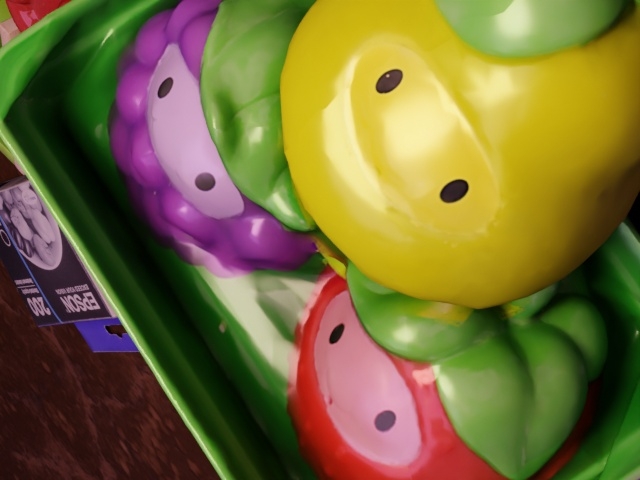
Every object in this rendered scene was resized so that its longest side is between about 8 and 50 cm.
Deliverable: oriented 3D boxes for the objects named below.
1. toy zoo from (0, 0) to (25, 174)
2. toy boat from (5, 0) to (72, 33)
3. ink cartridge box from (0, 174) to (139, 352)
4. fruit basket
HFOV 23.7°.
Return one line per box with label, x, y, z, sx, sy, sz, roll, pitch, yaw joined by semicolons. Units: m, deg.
toy zoo;-0.355;-0.215;1.411;0.293;0.030;0.192;43;150;24
toy boat;-0.179;-0.127;1.092;0.231;0.151;0.151;49;152;13
ink cartridge box;-0.250;0.032;1.494;0.206;0.045;0.208;-10;112;60
fruit basket;0.031;-0.018;0.750;0.392;0.283;0.392;56;175;8
